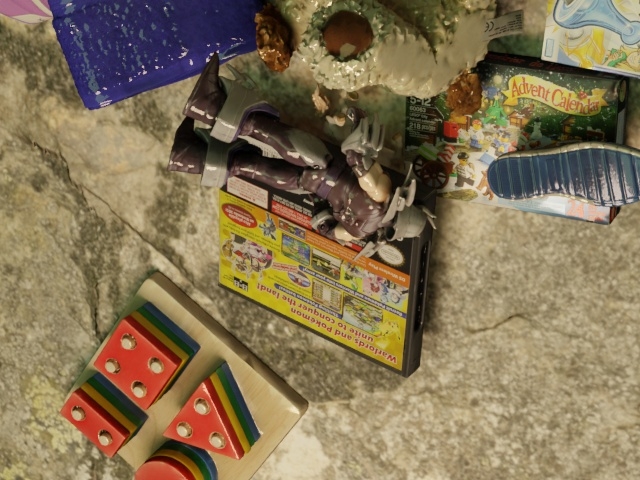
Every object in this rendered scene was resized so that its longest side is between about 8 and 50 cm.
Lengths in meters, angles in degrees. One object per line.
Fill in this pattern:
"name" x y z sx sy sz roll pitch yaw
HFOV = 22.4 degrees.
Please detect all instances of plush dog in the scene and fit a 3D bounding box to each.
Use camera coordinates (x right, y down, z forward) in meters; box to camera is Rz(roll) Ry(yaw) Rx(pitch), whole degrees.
"plush dog" 0.057 -0.237 1.642 0.225 0.262 0.210 31 162 36

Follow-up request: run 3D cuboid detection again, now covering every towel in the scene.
"towel" -0.204 -0.321 1.773 0.227 0.076 0.308 -20 104 -2

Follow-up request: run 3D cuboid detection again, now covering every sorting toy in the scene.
"sorting toy" -0.190 0.219 2.026 0.255 0.089 0.257 41 123 6

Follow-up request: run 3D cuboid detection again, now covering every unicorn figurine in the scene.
"unicorn figurine" 0.046 -0.097 1.780 0.162 0.060 0.111 61 159 15

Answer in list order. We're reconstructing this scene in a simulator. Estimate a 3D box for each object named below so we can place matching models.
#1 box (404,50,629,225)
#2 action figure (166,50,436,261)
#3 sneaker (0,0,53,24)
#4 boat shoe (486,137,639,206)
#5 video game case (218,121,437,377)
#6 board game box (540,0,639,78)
"box" 0.203 -0.114 1.702 0.233 0.044 0.159 10 116 23
"action figure" -0.008 -0.076 1.651 0.285 0.099 0.185 25 137 -2
"sneaker" -0.385 -0.363 1.841 0.161 0.102 0.282 -19 115 38
"boat shoe" 0.261 -0.076 1.620 0.183 0.066 0.066 4 111 32
"video game case" 0.000 0.000 1.813 0.275 0.035 0.248 25 131 27
"board game box" 0.298 -0.264 1.592 0.136 0.035 0.201 14 117 22
